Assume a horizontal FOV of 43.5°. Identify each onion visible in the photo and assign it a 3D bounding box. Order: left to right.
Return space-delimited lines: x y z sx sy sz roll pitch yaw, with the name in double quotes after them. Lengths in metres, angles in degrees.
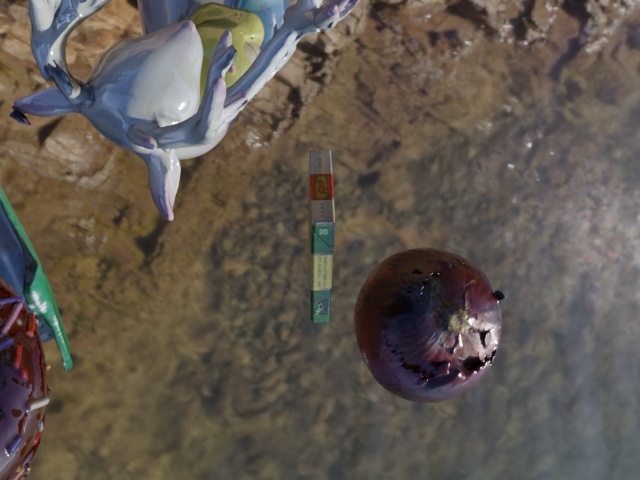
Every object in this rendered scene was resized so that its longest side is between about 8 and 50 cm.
0.186 0.149 1.420 0.276 0.276 0.276 -11 112 -29 "onion"

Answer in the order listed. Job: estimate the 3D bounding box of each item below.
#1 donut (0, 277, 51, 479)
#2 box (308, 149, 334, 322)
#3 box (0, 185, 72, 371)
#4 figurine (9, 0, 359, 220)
-0.285 0.093 0.536 0.216 0.096 0.230 -24 76 -41 "donut"
0.000 0.000 1.140 0.034 0.132 0.235 -1 140 -1 "box"
-0.421 0.000 0.964 0.106 0.336 0.264 -26 155 -23 "box"
-0.109 -0.172 0.602 0.206 0.315 0.284 26 121 -11 "figurine"
